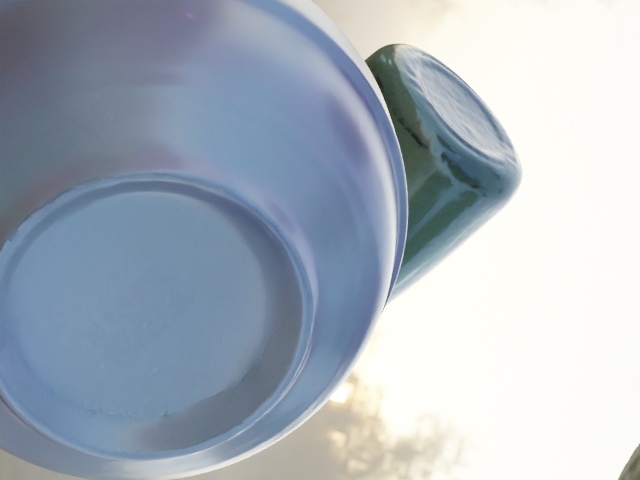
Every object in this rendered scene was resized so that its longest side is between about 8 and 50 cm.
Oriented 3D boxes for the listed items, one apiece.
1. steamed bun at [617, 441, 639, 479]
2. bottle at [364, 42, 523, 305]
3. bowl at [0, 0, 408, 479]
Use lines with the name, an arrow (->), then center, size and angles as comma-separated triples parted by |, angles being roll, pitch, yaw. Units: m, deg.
steamed bun -> 0.434, 0.238, 1.146 | 0.371, 0.456, 0.290 | 138, -35, -67
bottle -> 0.001, 0.001, 1.516 | 0.347, 0.168, 0.168 | -44, -164, 24
bowl -> -0.091, 0.006, 0.891 | 0.144, 0.287, 0.287 | -105, -151, -62
